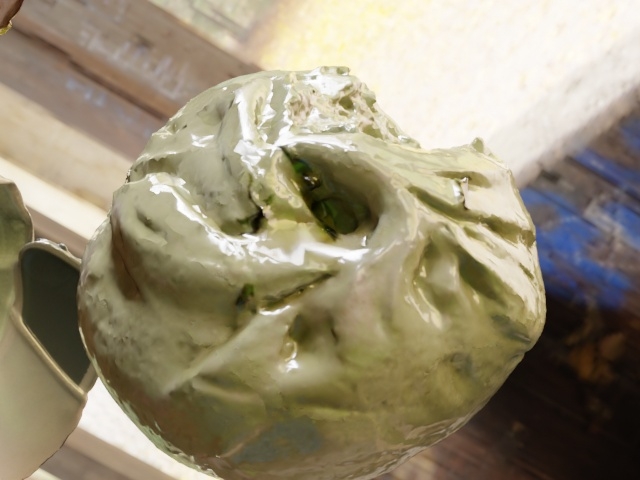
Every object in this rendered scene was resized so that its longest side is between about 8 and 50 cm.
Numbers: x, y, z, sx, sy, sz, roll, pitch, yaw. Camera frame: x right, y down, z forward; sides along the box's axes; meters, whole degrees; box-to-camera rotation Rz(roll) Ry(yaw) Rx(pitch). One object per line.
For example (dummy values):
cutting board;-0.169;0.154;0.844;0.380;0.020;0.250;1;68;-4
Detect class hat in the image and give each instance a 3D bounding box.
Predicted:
hat;-0.300;0.072;1.105;0.161;0.275;0.232;-24;7;46

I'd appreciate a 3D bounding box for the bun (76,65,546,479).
bun;0.000;0.000;0.628;0.116;0.210;0.237;105;173;-47

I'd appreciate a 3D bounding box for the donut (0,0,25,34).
donut;-0.260;-0.192;0.847;0.235;0.235;0.089;-60;-32;-2
